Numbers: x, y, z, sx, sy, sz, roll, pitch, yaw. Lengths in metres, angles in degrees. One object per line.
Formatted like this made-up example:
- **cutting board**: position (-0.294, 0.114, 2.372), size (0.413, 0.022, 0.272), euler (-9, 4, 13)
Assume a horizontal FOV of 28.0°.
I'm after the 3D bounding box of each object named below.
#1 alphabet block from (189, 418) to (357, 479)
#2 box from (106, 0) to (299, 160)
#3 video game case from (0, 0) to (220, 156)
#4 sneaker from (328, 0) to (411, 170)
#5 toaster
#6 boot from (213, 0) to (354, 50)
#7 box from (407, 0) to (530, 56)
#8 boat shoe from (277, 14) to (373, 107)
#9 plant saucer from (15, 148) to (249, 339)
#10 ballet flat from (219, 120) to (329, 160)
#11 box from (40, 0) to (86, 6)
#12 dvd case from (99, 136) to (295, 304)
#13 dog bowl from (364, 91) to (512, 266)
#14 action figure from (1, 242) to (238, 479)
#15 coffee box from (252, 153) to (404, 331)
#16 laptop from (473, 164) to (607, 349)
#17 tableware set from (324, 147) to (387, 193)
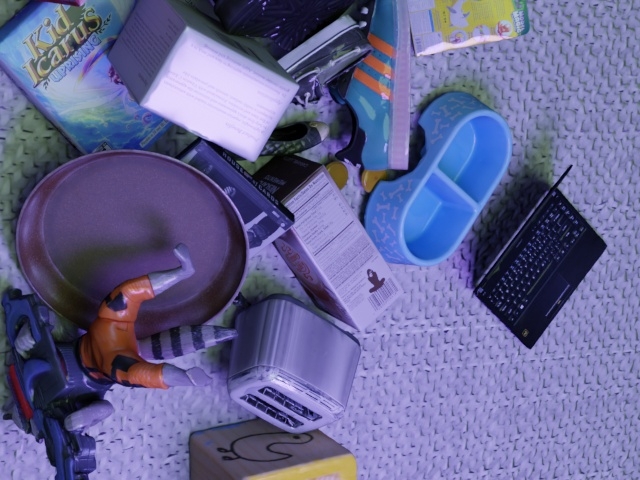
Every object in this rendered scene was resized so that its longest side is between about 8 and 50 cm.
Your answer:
- **alphabet block**: position (-0.072, 0.388, 1.904), size (0.192, 0.197, 0.194), euler (-10, 106, -27)
- **box**: position (-0.152, -0.215, 1.639), size (0.181, 0.182, 0.119), euler (25, 105, -33)
- **video game case**: position (-0.269, -0.257, 1.718), size (0.269, 0.061, 0.244), euler (-46, 119, -12)
- **sneaker**: position (0.071, -0.253, 1.874), size (0.121, 0.108, 0.302), euler (0, 94, 2)
- **toaster**: position (-0.047, 0.181, 1.881), size (0.227, 0.129, 0.146), euler (35, 46, -31)
- **boot**: position (-0.096, -0.403, 1.735), size (0.131, 0.348, 0.260), euler (-39, 78, 18)
- **box**: position (0.221, -0.347, 1.936), size (0.179, 0.043, 0.105), euler (-9, 109, 5)
- **boat shoe**: position (-0.026, -0.228, 1.816), size (0.219, 0.078, 0.070), euler (-37, 80, 6)
- **plant saucer**: position (-0.250, 0.002, 1.726), size (0.310, 0.050, 0.311), euler (0, 123, 0)
- **ballet flat**: position (-0.064, -0.152, 1.857), size (0.173, 0.057, 0.049), euler (-13, 122, -25)
- **box**: position (-0.319, -0.371, 1.546), size (0.128, 0.257, 0.123), euler (-46, 118, -12)
- **dvd case**: position (-0.181, -0.016, 1.762), size (0.238, 0.030, 0.179), euler (-37, 116, 22)
- **dog bowl**: position (0.191, -0.089, 1.996), size (0.166, 0.074, 0.297), euler (38, 82, -38)
- **action figure**: position (-0.278, 0.202, 1.702), size (0.178, 0.330, 0.341), euler (16, 53, -59)
- **coffee box**: position (0.000, 0.000, 1.885), size (0.098, 0.141, 0.246), euler (-41, 117, -15)
- **laptop**: position (0.375, 0.033, 2.103), size (0.264, 0.136, 0.234), euler (44, 80, -30)
- **tableware set**: position (0.056, -0.106, 1.960), size (0.154, 0.024, 0.104), euler (-49, 123, -12)
